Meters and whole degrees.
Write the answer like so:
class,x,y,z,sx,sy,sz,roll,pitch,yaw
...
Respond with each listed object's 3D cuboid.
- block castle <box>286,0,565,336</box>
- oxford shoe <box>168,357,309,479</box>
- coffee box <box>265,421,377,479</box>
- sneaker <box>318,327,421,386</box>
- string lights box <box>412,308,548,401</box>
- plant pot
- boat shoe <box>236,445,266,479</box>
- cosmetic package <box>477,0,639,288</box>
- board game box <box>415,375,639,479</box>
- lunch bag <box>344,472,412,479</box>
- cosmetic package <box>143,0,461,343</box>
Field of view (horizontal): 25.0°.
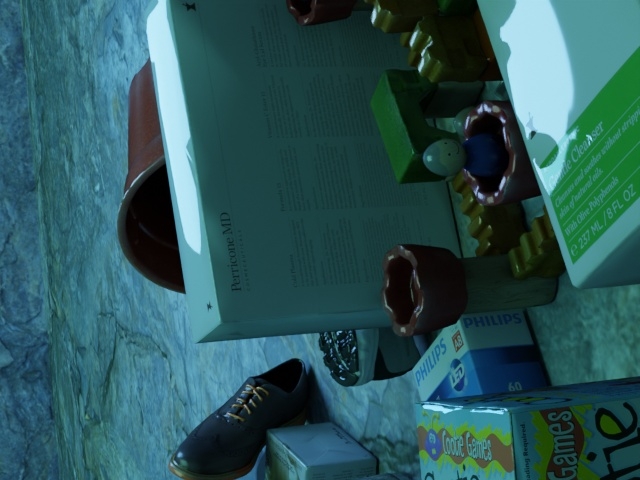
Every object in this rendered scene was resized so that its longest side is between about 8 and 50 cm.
class,x,y,z,sx,sy,sz,roll,pitch,yaw
block castle,0.101,-0.170,1.333,0.303,0.212,0.453,119,142,-52
oxford shoe,-0.104,0.228,1.867,0.096,0.271,0.098,22,116,22
coffee box,-0.004,0.372,1.825,0.141,0.098,0.247,-151,60,-64
sneaker,0.047,0.032,1.635,0.100,0.108,0.272,-37,58,58
string lights box,0.176,0.209,1.389,0.133,0.076,0.260,118,142,-54
plant pot,-0.144,-0.113,1.910,0.265,0.272,0.272,-106,24,-46
boat shoe,-0.111,0.343,1.994,0.302,0.109,0.094,-83,-14,-63
cosmetic package,0.237,-0.171,1.078,0.197,0.155,0.366,121,138,-56
board game box,0.224,0.170,1.005,0.144,0.275,0.142,170,96,-68
lunch bag,0.030,0.358,1.561,0.287,0.235,0.169,-133,46,-58
cosmetic package,-0.018,-0.091,1.535,0.097,0.284,0.377,-37,59,59
